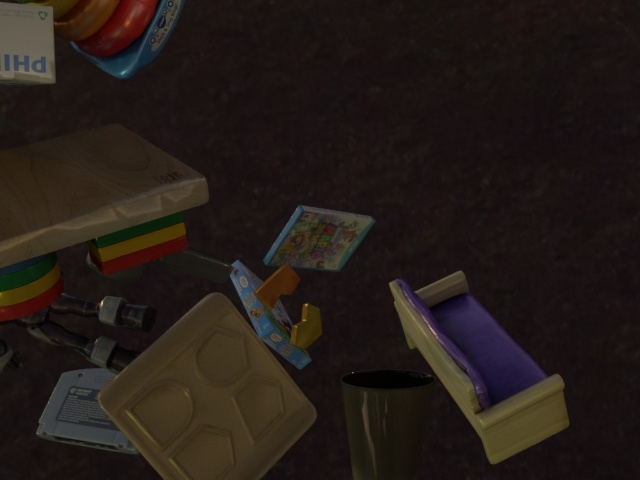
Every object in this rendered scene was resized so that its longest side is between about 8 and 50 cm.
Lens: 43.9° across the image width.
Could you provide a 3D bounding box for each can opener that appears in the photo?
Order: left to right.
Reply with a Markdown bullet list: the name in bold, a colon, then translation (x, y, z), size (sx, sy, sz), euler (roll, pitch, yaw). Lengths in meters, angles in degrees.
- **can opener**: translation (-0.298, 0.044, 1.465), size (0.076, 0.283, 0.095), euler (18, 87, 50)

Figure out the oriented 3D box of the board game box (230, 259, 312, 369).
- **board game box**: translation (-0.108, 0.154, 1.659), size (0.039, 0.160, 0.211), euler (-38, 47, 5)

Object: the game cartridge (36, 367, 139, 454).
- **game cartridge**: translation (-0.548, 0.420, 1.997), size (0.297, 0.062, 0.198), euler (3, 50, 21)

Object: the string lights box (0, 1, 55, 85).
- **string lights box**: translation (-0.367, -0.201, 0.840), size (0.133, 0.077, 0.259), euler (-3, 10, -26)

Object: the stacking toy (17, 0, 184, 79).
- **stacking toy**: translation (-0.308, -0.315, 0.867), size (0.165, 0.301, 0.175), euler (35, 100, 37)

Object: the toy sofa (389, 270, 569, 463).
- **toy sofa**: translation (0.262, 0.185, 1.371), size (0.150, 0.177, 0.362), euler (-24, 32, -6)

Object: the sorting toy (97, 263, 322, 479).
- **sorting toy**: translation (-0.111, 0.188, 1.066), size (0.307, 0.229, 0.041), euler (-43, 12, -22)

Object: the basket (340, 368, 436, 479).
- **basket**: translation (0.133, 0.392, 1.624), size (0.204, 0.227, 0.154), euler (1, 5, -23)

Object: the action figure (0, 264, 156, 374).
- **action figure**: translation (-0.375, 0.102, 1.077), size (0.284, 0.099, 0.186), euler (19, 78, -2)

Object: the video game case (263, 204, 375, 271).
- **video game case**: translation (0.000, 0.000, 1.291), size (0.166, 0.119, 0.015), euler (6, 37, -44)

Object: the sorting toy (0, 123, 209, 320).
- **sorting toy**: translation (-0.275, -0.021, 0.803), size (0.255, 0.090, 0.257), euler (-20, 29, -27)
